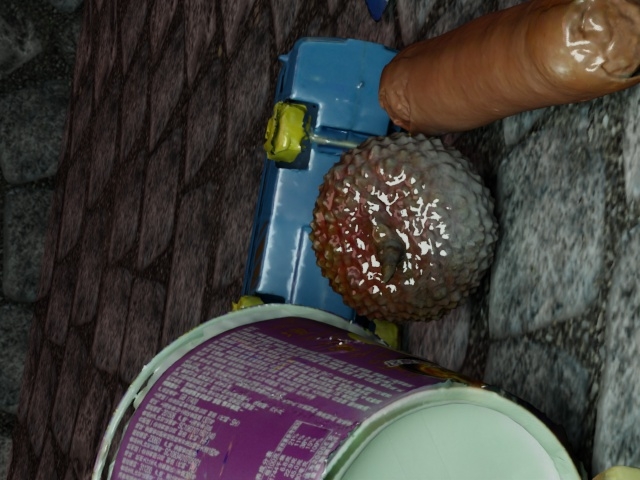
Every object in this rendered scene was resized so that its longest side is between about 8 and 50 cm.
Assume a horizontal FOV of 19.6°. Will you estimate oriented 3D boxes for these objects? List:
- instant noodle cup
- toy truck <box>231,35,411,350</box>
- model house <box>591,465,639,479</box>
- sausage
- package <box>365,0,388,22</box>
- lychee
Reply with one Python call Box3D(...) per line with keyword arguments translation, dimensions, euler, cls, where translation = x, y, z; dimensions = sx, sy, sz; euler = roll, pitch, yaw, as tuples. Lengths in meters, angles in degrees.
Box3D(translation=(0.033, 0.214, 1.370), dimensions=(0.266, 0.340, 0.339), euler=(-1, 80, 60), cls="instant noodle cup")
Box3D(translation=(0.000, 0.000, 1.778), dimensions=(0.162, 0.161, 0.384), euler=(-160, 79, -81), cls="toy truck")
Box3D(translation=(0.189, 0.269, 0.922), dimensions=(0.266, 0.261, 0.321), euler=(-160, 84, -74), cls="model house")
Box3D(translation=(0.148, -0.141, 1.505), dimensions=(0.419, 0.094, 0.094), euler=(172, 103, -71), cls="sausage")
Box3D(translation=(0.071, -0.340, 1.941), dimensions=(0.171, 0.027, 0.173), euler=(-109, 34, -49), cls="package")
Box3D(translation=(0.069, -0.010, 1.557), dimensions=(0.197, 0.165, 0.165), euler=(-31, -42, -71), cls="lychee")
